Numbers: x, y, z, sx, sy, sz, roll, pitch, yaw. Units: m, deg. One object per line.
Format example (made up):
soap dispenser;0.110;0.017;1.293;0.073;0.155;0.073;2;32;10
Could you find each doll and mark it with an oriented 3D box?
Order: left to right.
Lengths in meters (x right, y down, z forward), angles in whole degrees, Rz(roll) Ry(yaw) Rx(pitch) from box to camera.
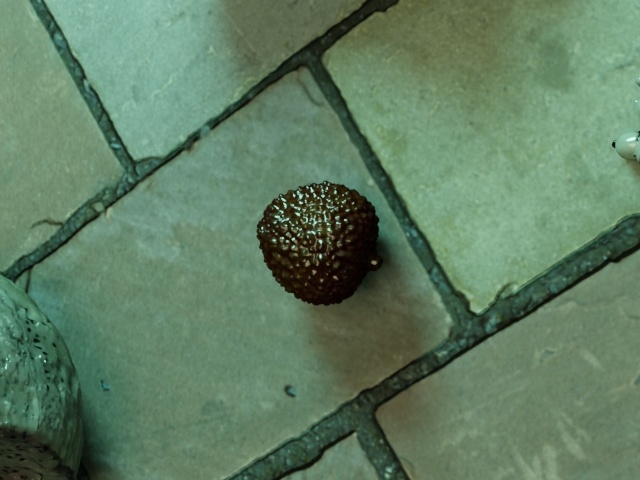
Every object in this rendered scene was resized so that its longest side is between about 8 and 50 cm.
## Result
doll;0.301;-0.104;1.527;0.058;0.040;0.085;31;106;31

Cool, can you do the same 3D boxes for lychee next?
lychee;-0.001;0.003;1.627;0.129;0.123;0.123;-1;92;32

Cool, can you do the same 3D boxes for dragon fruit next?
dragon fruit;-0.362;0.153;1.772;0.283;0.204;0.221;-26;53;40
